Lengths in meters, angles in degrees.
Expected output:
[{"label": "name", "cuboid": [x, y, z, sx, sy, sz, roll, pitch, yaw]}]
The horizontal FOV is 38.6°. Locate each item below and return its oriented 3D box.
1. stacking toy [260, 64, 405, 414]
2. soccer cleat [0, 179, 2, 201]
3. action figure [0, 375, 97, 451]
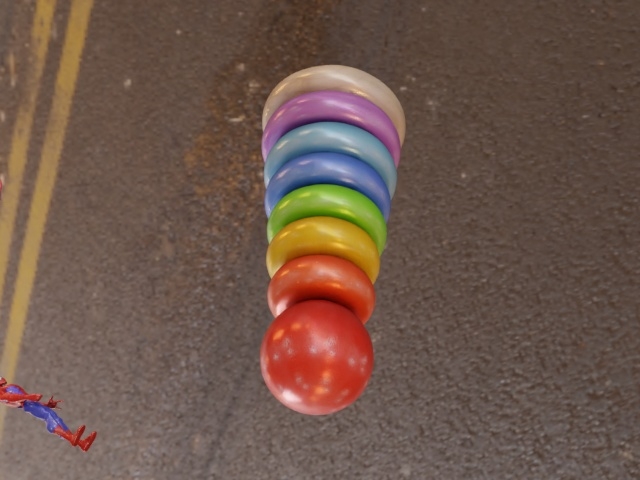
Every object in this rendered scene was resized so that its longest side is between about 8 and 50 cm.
[{"label": "stacking toy", "cuboid": [0.000, 0.000, 0.795, 0.141, 0.141, 0.330, -44, 28, 42]}, {"label": "soccer cleat", "cuboid": [-0.483, 0.019, 1.000, 0.109, 0.318, 0.116, 52, 144, -10]}, {"label": "action figure", "cuboid": [-0.250, 0.148, 0.807, 0.115, 0.038, 0.030, 22, 77, 21]}]
